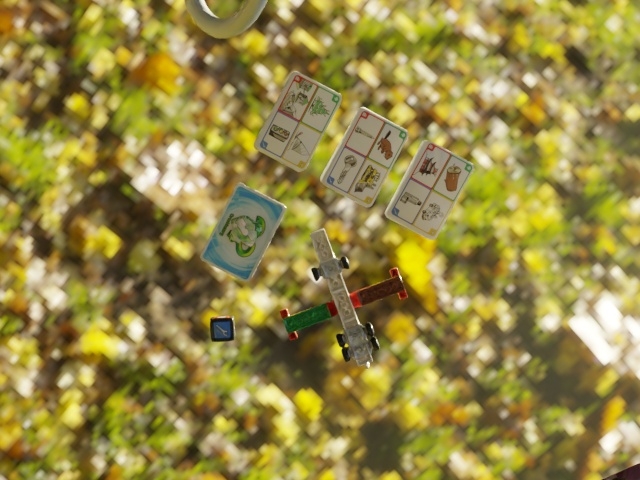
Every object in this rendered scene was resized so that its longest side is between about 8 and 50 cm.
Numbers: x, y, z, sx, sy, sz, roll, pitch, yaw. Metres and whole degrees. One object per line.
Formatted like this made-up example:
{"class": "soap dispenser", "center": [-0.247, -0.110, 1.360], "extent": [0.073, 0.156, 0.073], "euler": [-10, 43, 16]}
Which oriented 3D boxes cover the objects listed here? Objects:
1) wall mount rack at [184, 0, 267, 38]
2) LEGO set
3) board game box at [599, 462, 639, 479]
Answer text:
{"class": "wall mount rack", "center": [-0.124, -0.305, 1.204], "extent": [0.130, 0.304, 0.350], "euler": [1, 93, -37]}
{"class": "LEGO set", "center": [0.000, 0.000, 1.690], "extent": [0.182, 0.244, 0.060], "euler": [27, 2, -2]}
{"class": "board game box", "center": [0.355, 0.271, 1.500], "extent": [0.347, 0.208, 0.056], "euler": [31, 56, -23]}
